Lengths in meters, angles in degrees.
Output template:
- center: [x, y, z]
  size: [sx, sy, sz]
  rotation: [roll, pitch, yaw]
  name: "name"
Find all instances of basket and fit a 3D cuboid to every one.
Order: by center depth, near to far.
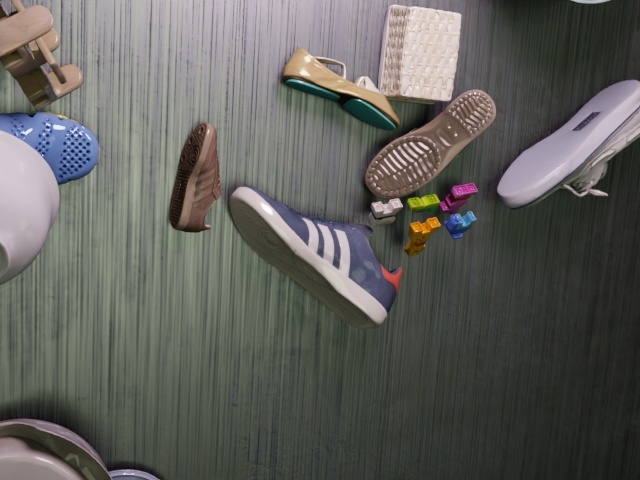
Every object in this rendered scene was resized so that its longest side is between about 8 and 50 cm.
- center: [0.175, -0.324, 1.536]
  size: [0.113, 0.103, 0.167]
  rotation: [3, 101, -18]
  name: "basket"

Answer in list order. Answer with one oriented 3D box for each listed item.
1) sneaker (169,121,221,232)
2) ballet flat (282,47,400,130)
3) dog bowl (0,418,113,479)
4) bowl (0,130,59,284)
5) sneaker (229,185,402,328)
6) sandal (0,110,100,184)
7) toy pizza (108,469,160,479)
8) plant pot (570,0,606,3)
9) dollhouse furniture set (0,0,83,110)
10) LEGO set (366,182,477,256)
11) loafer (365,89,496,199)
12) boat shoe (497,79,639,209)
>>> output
- center: [-0.200, -0.105, 1.483]
  size: [0.071, 0.066, 0.189]
  rotation: [10, 103, -37]
  name: "sneaker"
- center: [0.047, -0.266, 1.521]
  size: [0.232, 0.080, 0.073]
  rotation: [22, 78, -23]
  name: "ballet flat"
- center: [-0.499, 0.455, 1.444]
  size: [0.348, 0.102, 0.349]
  rotation: [-2, 99, -11]
  name: "dog bowl"
- center: [-0.525, -0.016, 1.269]
  size: [0.297, 0.134, 0.298]
  rotation: [-12, 138, -11]
  name: "bowl"
- center: [0.000, 0.000, 1.545]
  size: [0.350, 0.131, 0.148]
  rotation: [42, 64, -15]
  name: "sneaker"
- center: [-0.494, -0.146, 1.327]
  size: [0.317, 0.138, 0.126]
  rotation: [4, 98, -21]
  name: "sandal"
- center: [-0.356, 0.497, 1.559]
  size: [0.201, 0.032, 0.201]
  rotation: [-4, 104, -16]
  name: "toy pizza"
- center: [0.418, -0.558, 1.522]
  size: [0.292, 0.196, 0.293]
  rotation: [-4, 103, -18]
  name: "plant pot"
- center: [-0.420, -0.351, 1.274]
  size: [0.161, 0.212, 0.242]
  rotation: [-31, 82, -9]
  name: "dollhouse furniture set"
- center: [0.189, -0.026, 1.589]
  size: [0.227, 0.093, 0.087]
  rotation: [-11, 60, -28]
  name: "LEGO set"
- center: [0.201, -0.164, 1.584]
  size: [0.268, 0.092, 0.102]
  rotation: [-35, 83, 6]
  name: "loafer"
- center: [0.502, -0.144, 1.681]
  size: [0.367, 0.135, 0.156]
  rotation: [-40, 114, -18]
  name: "boat shoe"
